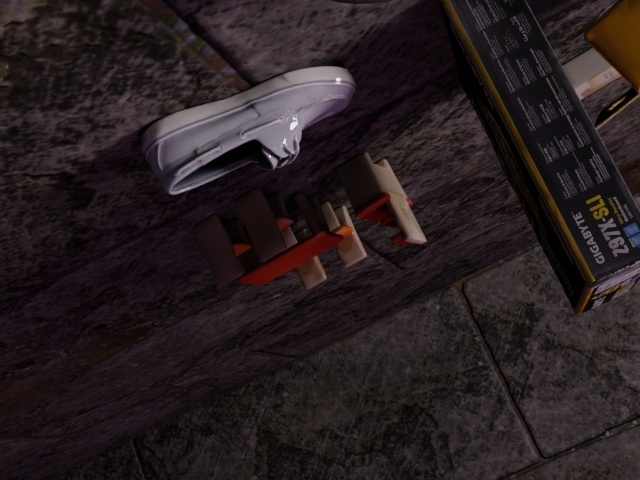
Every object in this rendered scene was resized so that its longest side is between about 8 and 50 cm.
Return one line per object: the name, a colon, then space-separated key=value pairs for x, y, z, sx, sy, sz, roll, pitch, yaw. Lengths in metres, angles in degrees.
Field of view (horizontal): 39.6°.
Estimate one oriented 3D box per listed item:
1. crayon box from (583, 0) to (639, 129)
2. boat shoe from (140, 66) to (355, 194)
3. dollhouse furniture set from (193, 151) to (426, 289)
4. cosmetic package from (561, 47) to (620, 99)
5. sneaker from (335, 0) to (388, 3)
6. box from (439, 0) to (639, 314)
crayon box: x=0.367 y=-0.248 z=0.854 sx=0.318 sy=0.081 sz=0.202 roll=-45 pitch=175 yaw=22
boat shoe: x=-0.062 y=-0.105 z=0.893 sx=0.227 sy=0.081 sz=0.079 roll=-21 pitch=165 yaw=-11
dollhouse furniture set: x=0.000 y=0.000 z=1.241 sx=0.259 sy=0.135 sz=0.262 roll=-30 pitch=164 yaw=22
cosmetic package: x=0.379 y=-0.236 z=1.198 sx=0.115 sy=0.041 sz=0.060 roll=-31 pitch=163 yaw=24
sneaker: x=0.084 y=-0.255 z=0.663 sx=0.235 sy=0.084 sz=0.097 roll=-22 pitch=141 yaw=-14
box: x=0.233 y=-0.092 z=0.926 sx=0.079 sy=0.322 sz=0.257 roll=-26 pitch=166 yaw=10
